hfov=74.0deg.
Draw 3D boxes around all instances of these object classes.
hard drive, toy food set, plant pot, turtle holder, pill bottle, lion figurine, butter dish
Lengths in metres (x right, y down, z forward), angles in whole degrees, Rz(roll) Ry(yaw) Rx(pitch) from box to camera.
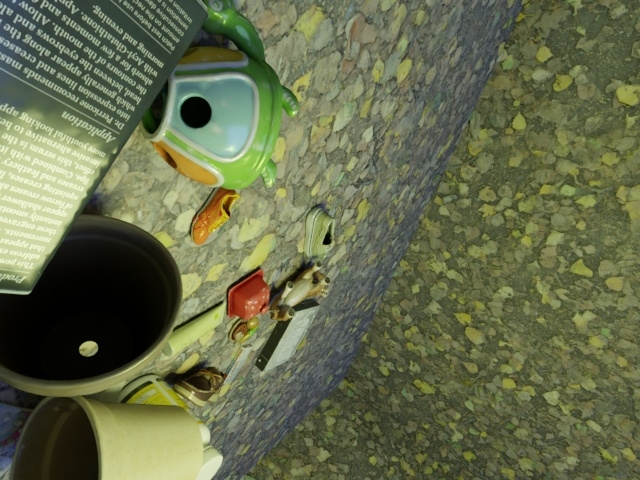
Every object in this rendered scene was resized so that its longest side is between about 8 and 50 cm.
[{"bbox_3d":[-0.146,0.436,1.970,0.339,0.064,0.237,-62,156,13],"label":"hard drive"},{"bbox_3d":[-0.287,0.332,1.598,0.132,0.038,0.192,-44,154,-25],"label":"toy food set"},{"bbox_3d":[-0.446,0.160,0.805,0.323,0.323,0.280,-33,164,-40],"label":"plant pot"},{"bbox_3d":[-0.454,0.507,0.964,0.334,0.334,0.305,-58,146,6],"label":"plant pot"},{"bbox_3d":[-0.187,-0.256,0.784,0.227,0.243,0.320,5,127,-44],"label":"turtle holder"},{"bbox_3d":[-0.448,0.567,1.235,0.188,0.334,0.188,-42,152,-28],"label":"pill bottle"},{"bbox_3d":[-0.099,0.215,1.664,0.392,0.142,0.240,-27,170,-40],"label":"lion figurine"},{"bbox_3d":[-0.226,0.207,1.453,0.160,0.118,0.160,-34,149,-39],"label":"butter dish"}]

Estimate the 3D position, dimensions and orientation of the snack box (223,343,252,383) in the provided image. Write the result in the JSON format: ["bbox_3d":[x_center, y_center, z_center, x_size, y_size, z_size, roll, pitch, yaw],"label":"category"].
[{"bbox_3d":[-0.343,0.506,1.739,0.178,0.022,0.064,-58,157,7],"label":"snack box"}]

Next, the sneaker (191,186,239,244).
[{"bbox_3d":[-0.272,-0.060,1.086,0.175,0.067,0.064,-58,158,9],"label":"sneaker"}]

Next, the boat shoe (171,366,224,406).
[{"bbox_3d":[-0.407,0.494,1.482,0.123,0.123,0.342,-60,166,-15],"label":"boat shoe"}]

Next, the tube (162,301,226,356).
[{"bbox_3d":[-0.385,0.275,1.324,0.070,0.062,0.240,-22,-175,37],"label":"tube"}]

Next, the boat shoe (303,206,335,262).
[{"bbox_3d":[0.000,0.000,1.637,0.109,0.094,0.302,-43,153,-26],"label":"boat shoe"}]

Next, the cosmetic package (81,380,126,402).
[{"bbox_3d":[-0.591,0.427,1.078,0.239,0.099,0.060,-59,155,10],"label":"cosmetic package"}]

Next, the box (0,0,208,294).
[{"bbox_3d":[-0.372,-0.189,0.449,0.395,0.293,0.212,-56,156,2],"label":"box"}]

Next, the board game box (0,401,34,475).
[{"bbox_3d":[-0.795,0.493,0.842,0.390,0.050,0.390,-47,155,-19],"label":"board game box"}]
